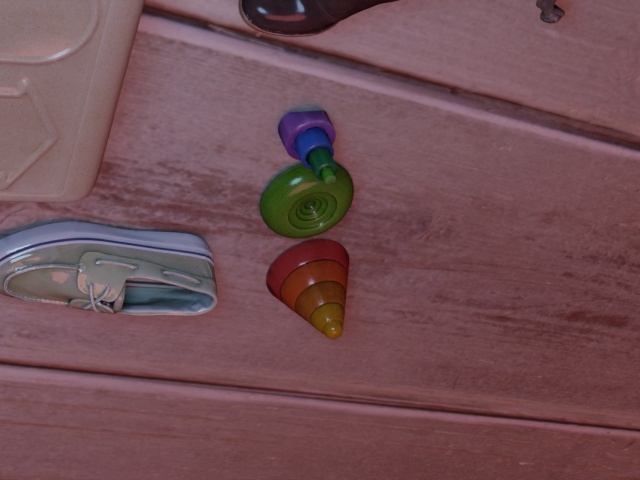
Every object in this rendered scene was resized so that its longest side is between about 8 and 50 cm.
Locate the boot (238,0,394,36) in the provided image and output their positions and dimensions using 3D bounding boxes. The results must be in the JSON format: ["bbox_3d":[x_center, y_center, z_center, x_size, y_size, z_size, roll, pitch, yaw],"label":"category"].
[{"bbox_3d":[0.044,-0.291,1.482,0.248,0.090,0.207,-15,176,-13],"label":"boot"}]

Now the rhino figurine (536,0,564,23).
[{"bbox_3d":[0.346,-0.358,1.652,0.243,0.073,0.106,-31,142,4],"label":"rhino figurine"}]

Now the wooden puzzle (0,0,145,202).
[{"bbox_3d":[-0.352,-0.177,1.359,0.347,0.080,0.322,-3,134,-29],"label":"wooden puzzle"}]

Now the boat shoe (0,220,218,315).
[{"bbox_3d":[-0.266,0.043,1.760,0.302,0.094,0.109,-2,135,-25],"label":"boat shoe"}]

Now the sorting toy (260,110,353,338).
[{"bbox_3d":[0.000,0.000,1.824,0.127,0.126,0.366,-14,139,-12],"label":"sorting toy"}]
